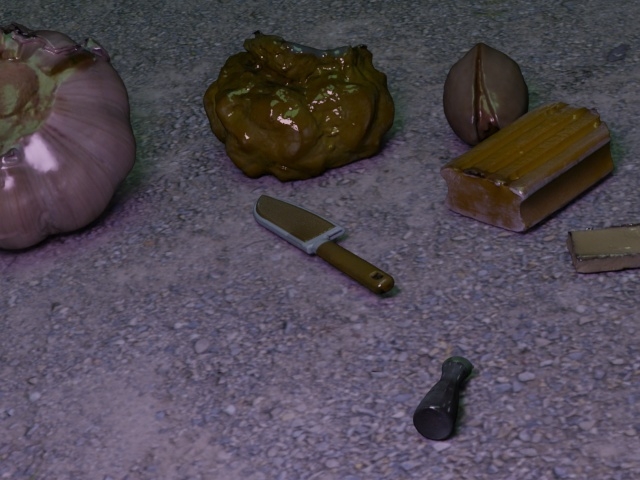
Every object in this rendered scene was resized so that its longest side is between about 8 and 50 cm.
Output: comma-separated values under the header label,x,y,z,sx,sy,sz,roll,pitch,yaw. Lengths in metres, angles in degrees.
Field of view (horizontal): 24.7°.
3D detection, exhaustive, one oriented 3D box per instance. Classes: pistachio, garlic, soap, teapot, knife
label,x,y,z,sx,sy,sz,roll,pitch,yaw
pistachio,0.228,-0.196,2.021,0.124,0.124,0.185,-7,32,4
garlic,-0.402,-0.134,1.987,0.321,0.241,0.322,-15,61,29
soap,0.281,-0.101,1.888,0.140,0.073,0.232,22,42,41
teapot,0.130,0.160,1.515,0.042,0.043,0.111,2,27,20
knife,0.001,-0.001,1.843,0.061,0.027,0.343,-28,31,-22

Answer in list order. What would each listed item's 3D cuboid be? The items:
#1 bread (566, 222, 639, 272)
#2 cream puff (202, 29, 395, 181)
label,x,y,z,sx,sy,sz,roll,pitch,yaw
bread,0.370,0.007,1.719,0.153,0.028,0.068,-7,30,4
cream puff,-0.036,-0.212,2.070,0.281,0.185,0.282,-8,33,5
